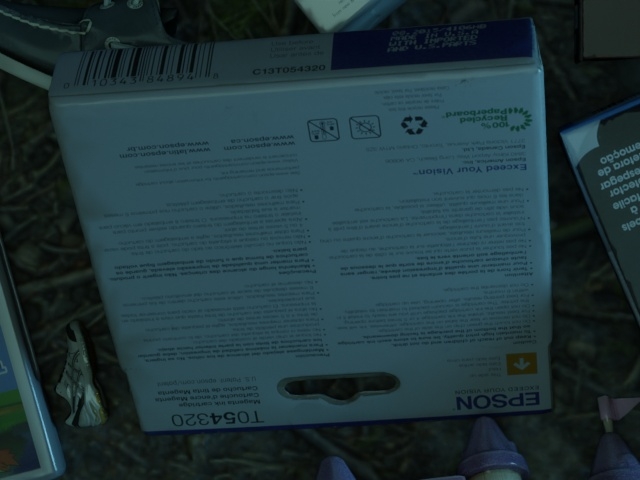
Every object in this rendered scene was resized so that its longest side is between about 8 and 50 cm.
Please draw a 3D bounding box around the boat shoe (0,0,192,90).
[{"bbox_3d":[-0.127,-0.139,1.264,0.319,0.116,0.099,21,101,-3],"label":"boat shoe"}]

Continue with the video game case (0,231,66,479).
[{"bbox_3d":[-0.393,0.080,1.346,0.329,0.036,0.300,-15,91,6],"label":"video game case"}]

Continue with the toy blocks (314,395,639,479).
[{"bbox_3d":[0.116,0.249,1.236,0.288,0.309,0.260,-5,59,-5],"label":"toy blocks"}]

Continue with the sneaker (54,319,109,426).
[{"bbox_3d":[-0.189,0.104,1.326,0.037,0.032,0.083,-12,91,6],"label":"sneaker"}]

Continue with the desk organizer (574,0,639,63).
[{"bbox_3d":[0.212,-0.195,1.261,0.050,0.047,0.130,0,93,4],"label":"desk organizer"}]

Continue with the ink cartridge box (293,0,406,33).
[{"bbox_3d":[-0.033,-0.250,1.240,0.078,0.134,0.231,-40,88,7],"label":"ink cartridge box"}]

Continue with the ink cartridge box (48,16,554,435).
[{"bbox_3d":[0.000,0.000,1.232,0.324,0.071,0.330,-4,133,6],"label":"ink cartridge box"}]

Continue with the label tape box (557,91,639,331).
[{"bbox_3d":[0.349,0.031,1.226,0.249,0.115,0.347,-23,89,7],"label":"label tape box"}]
